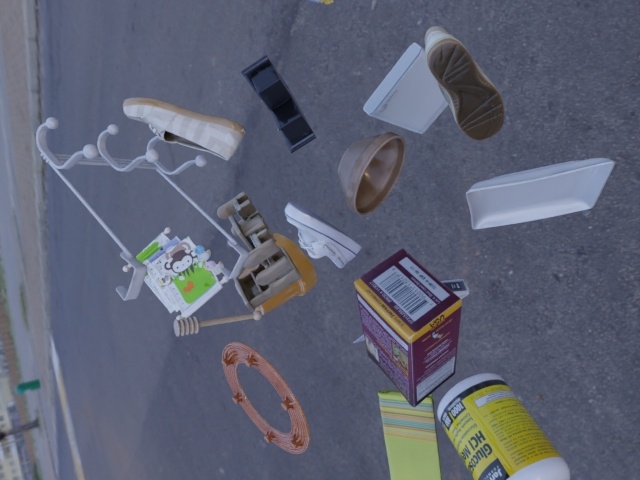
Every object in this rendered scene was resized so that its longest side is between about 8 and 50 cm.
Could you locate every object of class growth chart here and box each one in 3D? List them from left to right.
[{"bbox_3d":[-0.333,0.072,1.211,0.237,0.172,0.021,38,172,24],"label":"growth chart"}]

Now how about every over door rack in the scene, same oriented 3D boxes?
[{"bbox_3d":[-0.272,-0.075,0.847,0.108,0.239,0.324,-47,69,27],"label":"over door rack"}]

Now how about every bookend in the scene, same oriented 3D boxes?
[{"bbox_3d":[-0.096,-0.315,1.214,0.157,0.072,0.156,64,-171,30],"label":"bookend"}]

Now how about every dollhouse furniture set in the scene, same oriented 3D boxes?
[{"bbox_3d":[-0.178,0.044,1.324,0.212,0.160,0.242,55,178,44],"label":"dollhouse furniture set"}]

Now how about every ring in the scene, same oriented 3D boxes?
[{"bbox_3d":[-0.154,0.414,1.347,0.336,0.032,0.337,30,137,33],"label":"ring"}]

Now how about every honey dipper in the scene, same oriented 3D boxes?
[{"bbox_3d":[-0.177,0.141,0.924,0.030,0.160,0.031,16,109,57],"label":"honey dipper"}]

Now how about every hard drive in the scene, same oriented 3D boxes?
[{"bbox_3d":[0.305,-0.457,1.620,0.233,0.353,0.047,-50,63,26],"label":"hard drive"}]

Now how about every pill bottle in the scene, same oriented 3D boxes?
[{"bbox_3d":[0.416,0.477,1.151,0.334,0.187,0.188,-120,35,-48],"label":"pill bottle"}]

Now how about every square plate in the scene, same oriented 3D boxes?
[{"bbox_3d":[0.580,-0.125,1.423,0.346,0.344,0.049,-11,72,16],"label":"square plate"}]

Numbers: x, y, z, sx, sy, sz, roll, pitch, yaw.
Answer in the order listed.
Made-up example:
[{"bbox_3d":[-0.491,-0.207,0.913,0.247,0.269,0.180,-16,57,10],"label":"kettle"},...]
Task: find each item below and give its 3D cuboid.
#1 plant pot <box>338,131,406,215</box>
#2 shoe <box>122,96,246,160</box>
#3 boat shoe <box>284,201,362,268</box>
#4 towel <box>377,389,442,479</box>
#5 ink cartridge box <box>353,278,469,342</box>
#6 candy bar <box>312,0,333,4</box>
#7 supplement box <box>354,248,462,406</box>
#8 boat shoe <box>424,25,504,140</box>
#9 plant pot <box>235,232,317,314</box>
[{"bbox_3d":[0.124,-0.195,1.425,0.109,0.237,0.238,32,128,25],"label":"plant pot"},{"bbox_3d":[-0.228,-0.181,0.837,0.218,0.076,0.059,17,88,15],"label":"shoe"},{"bbox_3d":[0.000,0.000,1.132,0.084,0.258,0.095,-54,47,4],"label":"boat shoe"},{"bbox_3d":[0.168,0.381,0.955,0.102,0.021,0.238,-1,108,27],"label":"towel"},{"bbox_3d":[0.198,0.158,1.171,0.206,0.208,0.045,-46,57,40],"label":"ink cartridge box"},{"bbox_3d":[-0.048,-0.572,1.208,0.040,0.161,0.018,-146,61,-61],"label":"candy bar"},{"bbox_3d":[0.113,0.116,0.666,0.104,0.080,0.188,46,160,37],"label":"supplement box"},{"bbox_3d":[0.319,-0.345,1.157,0.109,0.302,0.098,-30,44,23],"label":"boat shoe"},{"bbox_3d":[-0.144,0.115,1.561,0.205,0.188,0.205,39,155,22],"label":"plant pot"}]
